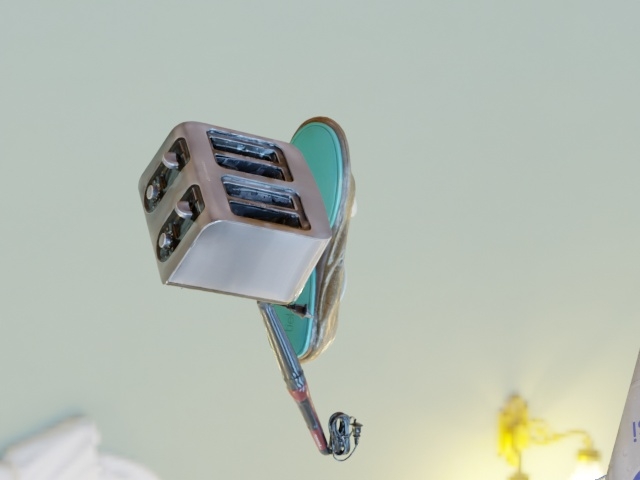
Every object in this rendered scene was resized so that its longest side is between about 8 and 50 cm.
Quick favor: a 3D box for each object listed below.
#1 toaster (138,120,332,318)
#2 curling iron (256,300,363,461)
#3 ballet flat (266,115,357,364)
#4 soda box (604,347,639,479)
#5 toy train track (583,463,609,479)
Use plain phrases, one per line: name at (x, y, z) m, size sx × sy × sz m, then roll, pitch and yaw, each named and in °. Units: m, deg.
toaster at (-0.086, -0.024, 1.523) m, size 0.185 × 0.110 × 0.168 m, roll 12°, pitch -141°, yaw -29°
curling iron at (-0.021, 0.184, 1.925) m, size 0.068 × 0.274 × 0.035 m, roll -34°, pitch -156°, yaw -12°
ballet flat at (0.000, 0.000, 1.981) m, size 0.116 × 0.342 × 0.124 m, roll 8°, pitch -173°, yaw 29°
soda box at (0.295, 0.224, 1.225) m, size 0.091 × 0.286 × 0.098 m, roll 14°, pitch 176°, yaw 31°
toy train track at (0.368, 0.300, 1.858) m, size 0.083 × 0.048 × 0.014 m, roll -19°, pitch -120°, yaw -18°
